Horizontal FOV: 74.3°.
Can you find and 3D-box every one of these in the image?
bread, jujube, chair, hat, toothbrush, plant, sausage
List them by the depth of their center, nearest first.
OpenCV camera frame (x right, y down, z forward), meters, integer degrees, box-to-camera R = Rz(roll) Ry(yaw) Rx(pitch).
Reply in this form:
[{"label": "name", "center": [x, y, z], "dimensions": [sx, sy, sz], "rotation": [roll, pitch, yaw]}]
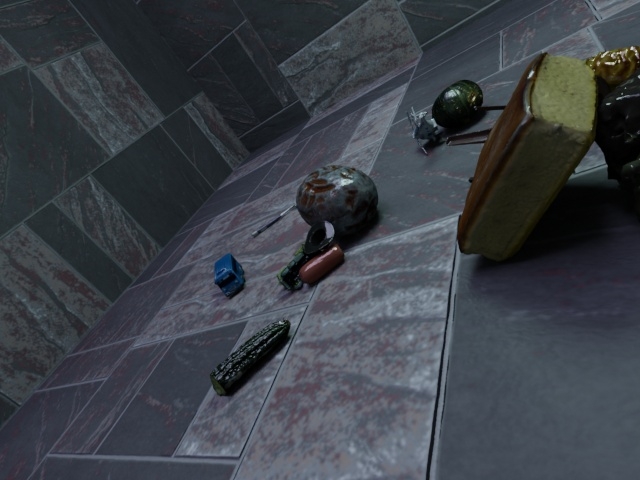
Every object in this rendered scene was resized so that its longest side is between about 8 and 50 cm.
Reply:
[{"label": "plant", "center": [0.595, -0.172, 0.725], "dimensions": [0.312, 0.215, 0.213], "rotation": [-50, 27, -21]}, {"label": "bread", "center": [0.410, -0.167, 0.862], "dimensions": [0.143, 0.333, 0.324], "rotation": [22, 48, 12]}, {"label": "bread", "center": [0.734, -0.376, 0.970], "dimensions": [0.222, 0.181, 0.096], "rotation": [20, 103, 62]}, {"label": "chair", "center": [0.524, -0.271, 1.065], "dimensions": [0.326, 0.175, 0.183], "rotation": [4, 54, 54]}, {"label": "sausage", "center": [0.002, 0.073, 1.293], "dimensions": [0.154, 0.062, 0.062], "rotation": [-37, 23, -1]}, {"label": "hat", "center": [0.000, 0.000, 1.317], "dimensions": [0.121, 0.050, 0.121], "rotation": [-24, 47, 29]}, {"label": "jujube", "center": [0.056, -0.139, 1.419], "dimensions": [0.307, 0.215, 0.246], "rotation": [4, 42, 50]}, {"label": "toothbrush", "center": [-0.200, -0.102, 1.955], "dimensions": [0.288, 0.024, 0.026], "rotation": [-34, 37, 5]}]

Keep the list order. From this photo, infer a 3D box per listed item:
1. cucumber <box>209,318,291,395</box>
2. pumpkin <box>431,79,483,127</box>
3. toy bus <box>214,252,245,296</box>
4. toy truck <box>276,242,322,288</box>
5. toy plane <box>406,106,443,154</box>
[{"label": "cucumber", "center": [-0.186, 0.304, 1.126], "dimensions": [0.265, 0.077, 0.077], "rotation": [-41, 23, -13]}, {"label": "pumpkin", "center": [0.500, -0.497, 1.543], "dimensions": [0.190, 0.146, 0.190], "rotation": [-51, -3, -4]}, {"label": "toy bus", "center": [-0.357, 0.131, 1.638], "dimensions": [0.090, 0.106, 0.185], "rotation": [-35, 23, -1]}, {"label": "toy truck", "center": [-0.075, 0.085, 1.370], "dimensions": [0.169, 0.077, 0.100], "rotation": [-52, 14, -24]}, {"label": "toy plane", "center": [0.373, -0.422, 1.514], "dimensions": [0.107, 0.273, 0.182], "rotation": [-22, 62, 14]}]
